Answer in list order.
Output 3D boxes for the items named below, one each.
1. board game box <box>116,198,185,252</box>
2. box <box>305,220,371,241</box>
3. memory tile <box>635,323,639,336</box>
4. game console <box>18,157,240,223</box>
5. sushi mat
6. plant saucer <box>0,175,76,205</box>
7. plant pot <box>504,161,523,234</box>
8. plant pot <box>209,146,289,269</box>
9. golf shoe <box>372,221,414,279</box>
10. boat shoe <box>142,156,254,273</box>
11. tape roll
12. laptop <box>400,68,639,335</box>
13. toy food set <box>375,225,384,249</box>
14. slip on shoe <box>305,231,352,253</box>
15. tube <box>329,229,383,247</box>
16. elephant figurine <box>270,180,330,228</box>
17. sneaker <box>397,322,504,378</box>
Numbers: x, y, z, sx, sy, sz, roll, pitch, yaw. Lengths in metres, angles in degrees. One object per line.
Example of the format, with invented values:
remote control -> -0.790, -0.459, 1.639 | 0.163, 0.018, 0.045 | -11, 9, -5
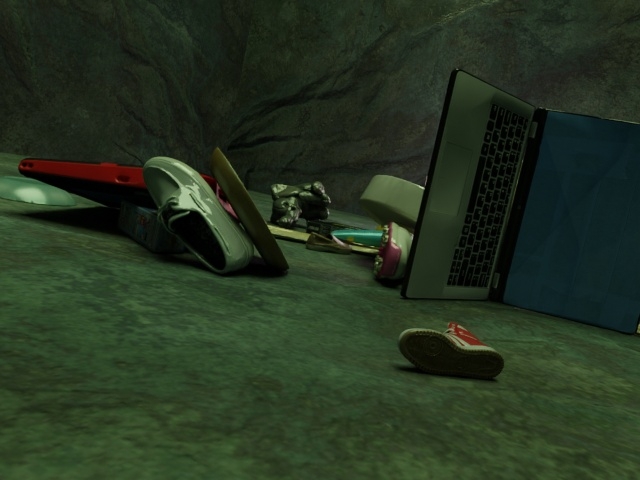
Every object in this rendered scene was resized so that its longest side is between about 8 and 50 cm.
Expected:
board game box -> -0.246, -0.019, 0.943 | 0.194, 0.060, 0.194 | 9, 8, -24
box -> 0.072, -0.025, 1.678 | 0.191, 0.045, 0.184 | 13, 4, 18
memory tile -> 0.649, 0.180, 1.041 | 0.148, 0.012, 0.113 | 8, 7, -35
game console -> -0.350, -0.089, 1.100 | 0.343, 0.060, 0.386 | 4, -6, 1
sushi mat -> 0.000, 0.000, 1.433 | 0.317, 0.019, 0.151 | 11, 7, -8
plant saucer -> -0.633, -0.112, 1.172 | 0.195, 0.037, 0.195 | 12, 6, -1
plant pot -> 0.478, -0.044, 1.273 | 0.257, 0.256, 0.274 | 10, 21, -15
plant pot -> -0.126, -0.046, 0.909 | 0.033, 0.236, 0.236 | -30, 15, -7
golf shoe -> 0.185, 0.029, 1.108 | 0.140, 0.115, 0.306 | 16, 8, 8
boat shoe -> -0.197, -0.040, 0.810 | 0.227, 0.079, 0.081 | 45, 25, 7
tape roll -> 0.266, -0.018, 1.232 | 0.392, 0.072, 0.392 | 31, -3, 2
laptop -> 0.391, -0.050, 0.925 | 0.408, 0.381, 0.236 | 7, 7, -41
toy food set -> 0.241, 0.001, 1.559 | 0.071, 0.128, 0.218 | 45, -13, -27
slip on shoe -> 0.025, 0.005, 1.313 | 0.136, 0.041, 0.051 | 7, 10, -34
tube -> 0.129, -0.008, 1.458 | 0.207, 0.052, 0.080 | 8, 3, 6
elephant figurine -> -0.100, -0.115, 1.753 | 0.240, 0.169, 0.186 | -14, -8, -40
sneaker -> 0.124, 0.108, 0.560 | 0.119, 0.042, 0.067 | 18, 8, -18
